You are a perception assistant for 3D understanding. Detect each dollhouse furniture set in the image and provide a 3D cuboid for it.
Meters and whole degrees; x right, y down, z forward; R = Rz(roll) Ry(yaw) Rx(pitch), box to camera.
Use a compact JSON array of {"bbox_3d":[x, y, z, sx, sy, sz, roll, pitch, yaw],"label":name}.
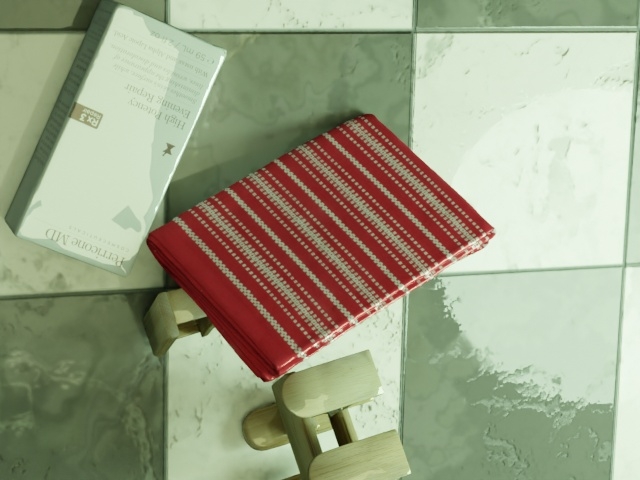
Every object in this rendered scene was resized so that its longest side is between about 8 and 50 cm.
[{"bbox_3d":[-0.050,0.153,1.561,0.161,0.212,0.242,-16,80,-17],"label":"dollhouse furniture set"}]

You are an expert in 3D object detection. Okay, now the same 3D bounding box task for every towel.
[{"bbox_3d":[0.000,0.000,1.537,0.275,0.199,0.031,-31,150,-26],"label":"towel"}]

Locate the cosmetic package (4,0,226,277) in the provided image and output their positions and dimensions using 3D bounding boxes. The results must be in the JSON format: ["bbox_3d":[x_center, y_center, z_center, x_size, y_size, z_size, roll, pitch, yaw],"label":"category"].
[{"bbox_3d":[-0.190,-0.094,1.522,0.117,0.085,0.231,22,93,-21],"label":"cosmetic package"}]
